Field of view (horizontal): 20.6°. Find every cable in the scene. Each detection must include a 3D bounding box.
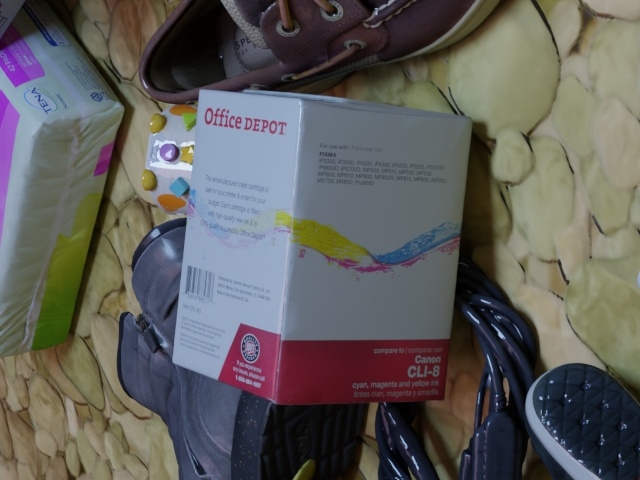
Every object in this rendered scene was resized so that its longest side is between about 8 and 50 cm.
[{"bbox_3d":[0.081,0.099,1.110,0.150,0.047,0.185,14,106,62],"label":"cable"}]

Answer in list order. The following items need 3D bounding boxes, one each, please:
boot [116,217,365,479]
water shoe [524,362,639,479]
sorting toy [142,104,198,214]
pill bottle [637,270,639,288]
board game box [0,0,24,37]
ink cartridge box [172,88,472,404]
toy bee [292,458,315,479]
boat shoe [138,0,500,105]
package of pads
[{"bbox_3d":[-0.080,0.169,1.326,0.222,0.118,0.338,41,123,44],"label":"boot"},{"bbox_3d":[0.187,0.157,0.973,0.203,0.073,0.080,57,169,23],"label":"water shoe"},{"bbox_3d":[-0.085,-0.060,1.273,0.075,0.045,0.083,5,85,30],"label":"sorting toy"},{"bbox_3d":[0.225,0.061,0.843,0.160,0.087,0.087,55,142,27],"label":"pill bottle"},{"bbox_3d":[-0.350,-0.211,1.390,0.224,0.097,0.303,36,95,30],"label":"board game box"},{"bbox_3d":[0.000,0.000,1.067,0.128,0.127,0.176,14,100,57],"label":"ink cartridge box"},{"bbox_3d":[-0.008,0.233,1.176,0.195,0.298,0.162,-48,22,31],"label":"toy bee"},{"bbox_3d":[-0.007,-0.154,1.056,0.342,0.123,0.123,-21,86,56],"label":"boat shoe"},{"bbox_3d":[-0.283,-0.074,1.508,0.229,0.101,0.296,51,140,30],"label":"package of pads"}]
